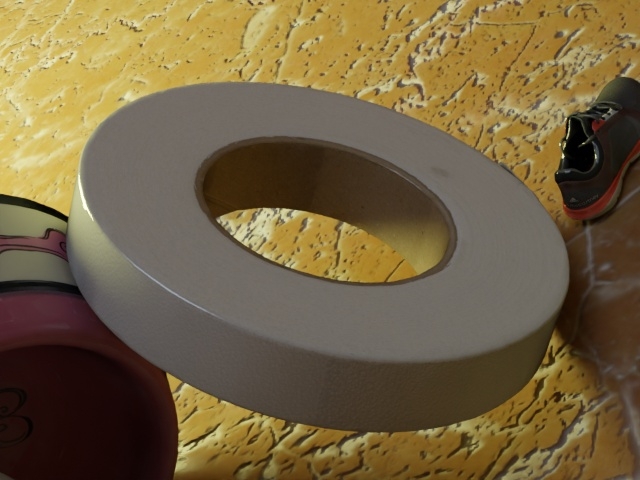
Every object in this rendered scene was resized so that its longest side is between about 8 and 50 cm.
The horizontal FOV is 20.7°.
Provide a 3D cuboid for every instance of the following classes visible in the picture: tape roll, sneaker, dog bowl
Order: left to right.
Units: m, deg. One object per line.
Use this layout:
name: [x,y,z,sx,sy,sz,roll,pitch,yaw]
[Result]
dog bowl: [-0.287,0.174,1.344,0.408,0.408,0.150,-42,49,-10]
tape roll: [0.000,0.000,1.356,0.392,0.072,0.392,12,31,-7]
sneaker: [0.237,-0.092,1.474,0.061,0.065,0.158,-7,44,35]

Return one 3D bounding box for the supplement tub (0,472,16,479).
supplement tub: [-0.257,0.331,1.185,0.316,0.228,0.228,-55,37,-4]
